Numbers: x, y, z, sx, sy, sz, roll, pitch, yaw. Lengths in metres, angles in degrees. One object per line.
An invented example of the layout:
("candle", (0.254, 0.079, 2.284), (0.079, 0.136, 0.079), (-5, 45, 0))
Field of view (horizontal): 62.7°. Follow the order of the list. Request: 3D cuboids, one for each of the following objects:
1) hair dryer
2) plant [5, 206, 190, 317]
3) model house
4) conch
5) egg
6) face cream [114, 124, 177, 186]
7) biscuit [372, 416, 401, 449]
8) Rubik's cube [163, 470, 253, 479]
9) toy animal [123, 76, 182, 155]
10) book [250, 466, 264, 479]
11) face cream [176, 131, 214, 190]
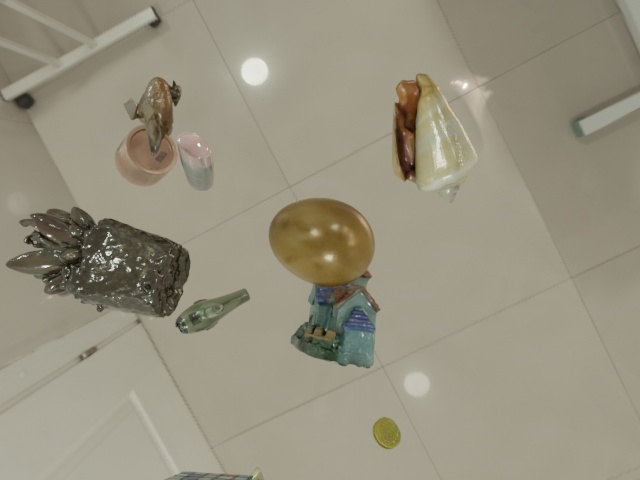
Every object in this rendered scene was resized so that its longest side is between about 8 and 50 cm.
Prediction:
("hair dryer", (-0.272, 0.181, 1.479), (0.224, 0.218, 0.089), (-27, 90, 40))
("plant", (-0.432, 0.043, 1.026), (0.320, 0.194, 0.182), (11, 73, 8))
("model house", (0.071, 0.228, 1.766), (0.251, 0.295, 0.330), (14, 86, -11))
("conch", (0.228, -0.196, 1.040), (0.158, 0.127, 0.256), (-12, 77, 41))
("egg", (0.000, 0.000, 1.514), (0.322, 0.250, 0.251), (18, 98, 24))
("face cream", (-0.492, -0.238, 1.482), (0.104, 0.149, 0.149), (-24, 96, 50))
("biscuit", (0.182, 0.530, 1.445), (0.084, 0.084, 0.023), (35, 134, 0))
("Rubik's cube", (-0.263, 0.625, 1.164), (0.186, 0.184, 0.182), (1, 76, 8))
("toy animal", (-0.402, -0.313, 1.316), (0.089, 0.179, 0.188), (13, 114, 14))
("book", (-0.234, 0.748, 1.430), (0.022, 0.232, 0.162), (26, 141, 33))
("face cream", (-0.282, -0.177, 1.202), (0.084, 0.198, 0.057), (31, 71, 0))
